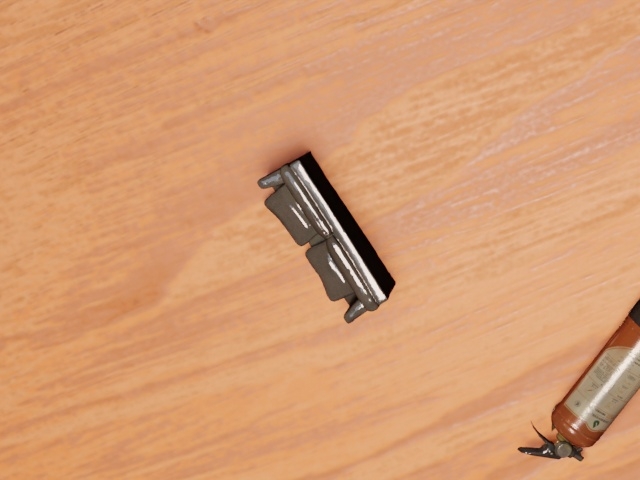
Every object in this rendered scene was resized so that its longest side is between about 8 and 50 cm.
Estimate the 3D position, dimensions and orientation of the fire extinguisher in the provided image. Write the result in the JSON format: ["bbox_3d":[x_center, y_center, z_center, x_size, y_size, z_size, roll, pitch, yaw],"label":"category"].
[{"bbox_3d":[0.243,0.126,1.547,0.062,0.050,0.177,33,104,-17],"label":"fire extinguisher"}]

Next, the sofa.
[{"bbox_3d":[0.000,0.000,1.546,0.060,0.085,0.147,-32,94,10],"label":"sofa"}]
